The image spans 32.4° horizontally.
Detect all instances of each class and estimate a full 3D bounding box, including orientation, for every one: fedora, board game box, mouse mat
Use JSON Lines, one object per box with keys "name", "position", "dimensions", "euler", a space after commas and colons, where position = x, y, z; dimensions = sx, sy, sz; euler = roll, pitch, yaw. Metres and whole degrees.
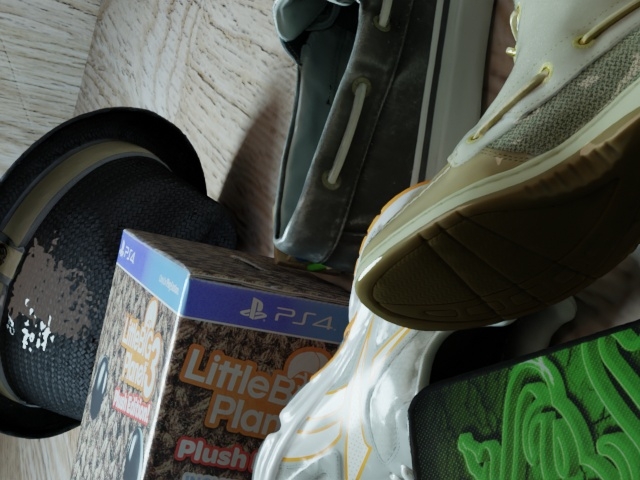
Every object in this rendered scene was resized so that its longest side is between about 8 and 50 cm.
{"name": "fedora", "position": [-0.179, 0.051, 1.018], "dimensions": [0.153, 0.334, 0.334], "euler": [24, 103, 33]}
{"name": "board game box", "position": [-0.082, 0.156, 0.776], "dimensions": [0.232, 0.141, 0.291], "euler": [-162, 84, -69]}
{"name": "mouse mat", "position": [0.105, 0.117, 0.388], "dimensions": [0.153, 0.007, 0.189], "euler": [-21, 50, 24]}

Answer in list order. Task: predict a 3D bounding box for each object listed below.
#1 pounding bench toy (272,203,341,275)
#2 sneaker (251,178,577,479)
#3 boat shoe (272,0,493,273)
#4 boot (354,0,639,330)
{"name": "pounding bench toy", "position": [0.000, 0.000, 0.775], "dimensions": [0.065, 0.052, 0.083], "euler": [126, 148, -47]}
{"name": "sneaker", "position": [0.042, 0.104, 0.556], "dimensions": [0.121, 0.099, 0.262], "euler": [52, 128, 58]}
{"name": "boat shoe", "position": [0.032, -0.138, 0.675], "dimensions": [0.121, 0.119, 0.335], "euler": [139, 138, -58]}
{"name": "boot", "position": [0.097, -0.068, 0.482], "dimensions": [0.213, 0.077, 0.165], "euler": [-37, 39, 28]}
